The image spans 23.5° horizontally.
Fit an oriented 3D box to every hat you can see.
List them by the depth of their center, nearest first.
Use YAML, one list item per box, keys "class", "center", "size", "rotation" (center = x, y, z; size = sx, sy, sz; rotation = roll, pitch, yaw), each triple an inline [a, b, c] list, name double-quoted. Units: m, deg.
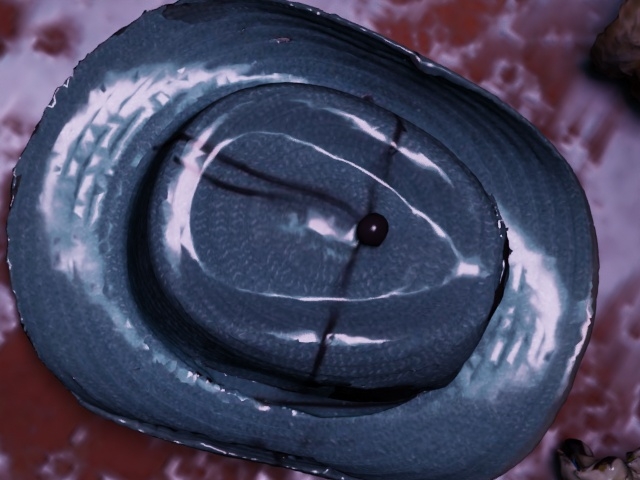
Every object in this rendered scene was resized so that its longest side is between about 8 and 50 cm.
- class: "hat"
  center: [0.000, 0.000, 0.455]
  size: [0.191, 0.078, 0.138]
  rotation: [18, 80, -5]

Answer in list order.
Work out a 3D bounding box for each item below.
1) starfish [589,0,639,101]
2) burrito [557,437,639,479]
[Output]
- class: "starfish"
  center: [0.215, -0.167, 0.489]
  size: [0.312, 0.113, 0.303]
  rotation: [17, 84, -14]
- class: "burrito"
  center: [0.139, 0.123, 0.472]
  size: [0.042, 0.051, 0.171]
  rotation: [-38, 89, -16]
